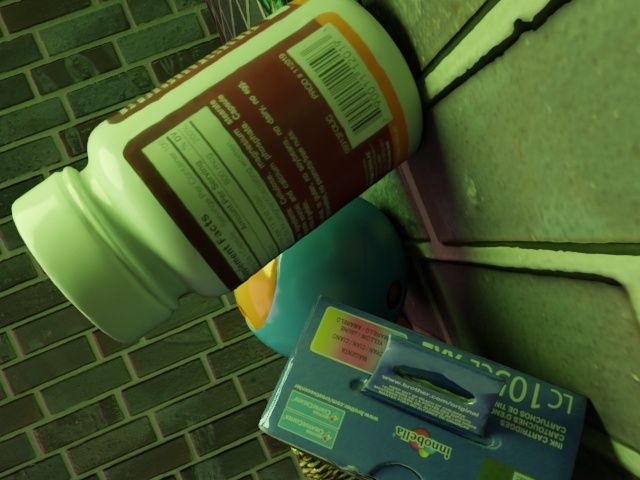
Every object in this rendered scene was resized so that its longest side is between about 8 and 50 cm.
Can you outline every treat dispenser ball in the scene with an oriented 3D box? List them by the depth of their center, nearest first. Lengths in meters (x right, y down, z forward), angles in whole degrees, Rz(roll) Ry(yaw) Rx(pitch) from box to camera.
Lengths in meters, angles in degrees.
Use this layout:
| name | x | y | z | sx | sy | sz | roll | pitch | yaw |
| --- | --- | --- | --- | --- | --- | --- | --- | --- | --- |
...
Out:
| name | x | y | z | sx | sy | sz | roll | pitch | yaw |
| --- | --- | --- | --- | --- | --- | --- | --- | --- | --- |
| treat dispenser ball | 0.000 | 0.057 | 0.871 | 0.288 | 0.288 | 0.288 | 158 | 90 | -84 |

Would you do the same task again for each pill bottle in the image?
| name | x | y | z | sx | sy | sz | roll | pitch | yaw |
| --- | --- | --- | --- | --- | --- | --- | --- | --- | --- |
| pill bottle | -0.101 | -0.079 | 0.586 | 0.224 | 0.392 | 0.224 | 51 | 170 | 13 |

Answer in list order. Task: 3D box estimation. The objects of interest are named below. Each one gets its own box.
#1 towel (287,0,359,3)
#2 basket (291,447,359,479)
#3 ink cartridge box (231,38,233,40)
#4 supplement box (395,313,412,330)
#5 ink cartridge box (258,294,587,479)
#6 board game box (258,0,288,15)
| name | x | y | z | sx | sy | sz | roll | pitch | yaw |
| --- | --- | --- | --- | --- | --- | --- | --- | --- | --- |
| towel | -0.037 | -0.391 | 0.760 | 0.370 | 0.040 | 0.271 | -135 | 24 | -76 |
| basket | 0.101 | 0.341 | 0.989 | 0.213 | 0.299 | 0.223 | -122 | 9 | -67 |
| ink cartridge box | -0.233 | -0.587 | 1.746 | 0.235 | 0.056 | 0.171 | -117 | 7 | -64 |
| supplement box | 0.128 | 0.163 | 1.175 | 0.233 | 0.080 | 0.078 | -125 | 15 | -58 |
| ink cartridge box | 0.099 | 0.207 | 0.585 | 0.270 | 0.151 | 0.395 | 20 | 160 | 12 |
| board game box | -0.093 | -0.430 | 0.851 | 0.186 | 0.026 | 0.126 | -116 | 6 | -47 |
